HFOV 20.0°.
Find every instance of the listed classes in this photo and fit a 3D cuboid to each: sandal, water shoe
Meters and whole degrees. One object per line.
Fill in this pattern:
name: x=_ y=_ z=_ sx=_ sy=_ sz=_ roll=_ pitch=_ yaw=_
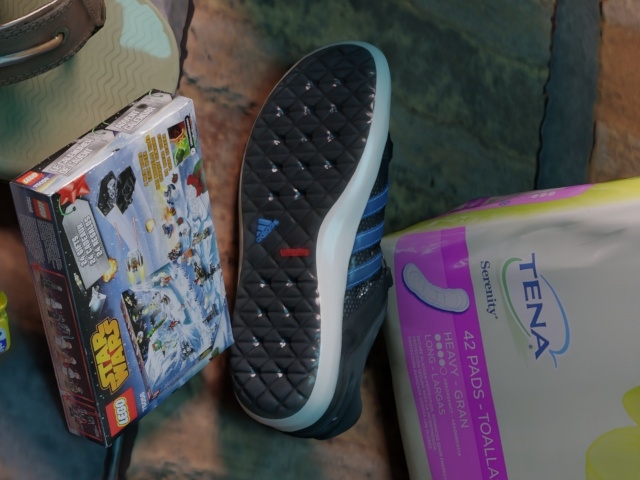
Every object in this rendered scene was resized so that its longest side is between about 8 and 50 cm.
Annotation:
sandal: x=-0.152 y=-0.105 z=0.746 sx=0.303 sy=0.086 sz=0.120 roll=29 pitch=64 yaw=-54
water shoe: x=0.000 y=0.000 z=0.926 sx=0.080 sy=0.073 sz=0.203 roll=36 pitch=64 yaw=-60

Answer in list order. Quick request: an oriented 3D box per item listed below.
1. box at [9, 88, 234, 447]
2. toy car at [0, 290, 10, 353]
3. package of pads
box: x=-0.087 y=0.013 z=0.824 sx=0.094 sy=0.027 sz=0.137 roll=-39 pitch=134 yaw=-40
toy car: x=-0.161 y=0.078 z=0.761 sx=0.122 sy=0.060 sz=0.040 roll=-38 pitch=143 yaw=-33
package of pads: x=0.175 y=0.077 z=0.913 sx=0.101 sy=0.296 sz=0.229 roll=-13 pitch=94 yaw=-52
